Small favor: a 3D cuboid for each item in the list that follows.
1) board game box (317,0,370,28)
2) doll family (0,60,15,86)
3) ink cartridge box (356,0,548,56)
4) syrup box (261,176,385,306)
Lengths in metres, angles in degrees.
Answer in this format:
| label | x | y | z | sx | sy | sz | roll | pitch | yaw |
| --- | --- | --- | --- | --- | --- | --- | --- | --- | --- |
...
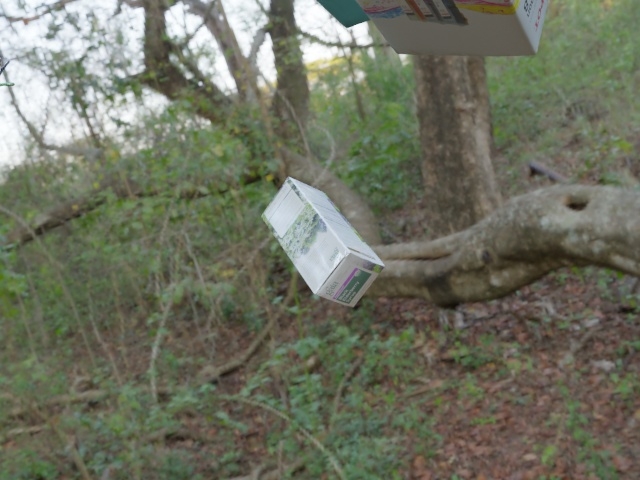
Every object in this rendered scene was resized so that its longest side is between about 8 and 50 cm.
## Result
| label | x | y | z | sx | sy | sz | roll | pitch | yaw |
| --- | --- | --- | --- | --- | --- | --- | --- | --- | --- |
| board game box | 0.155 | -0.411 | 0.856 | 0.335 | 0.254 | 0.079 | -11 | -25 | 35 |
| doll family | -0.249 | -0.119 | 0.474 | 0.076 | 0.111 | 0.193 | -28 | -12 | -2 |
| ink cartridge box | 0.094 | -0.233 | 0.570 | 0.127 | 0.128 | 0.176 | 10 | -10 | 29 |
| syrup box | 0.000 | 0.000 | 1.316 | 0.096 | 0.237 | 0.093 | 21 | -68 | -42 |
